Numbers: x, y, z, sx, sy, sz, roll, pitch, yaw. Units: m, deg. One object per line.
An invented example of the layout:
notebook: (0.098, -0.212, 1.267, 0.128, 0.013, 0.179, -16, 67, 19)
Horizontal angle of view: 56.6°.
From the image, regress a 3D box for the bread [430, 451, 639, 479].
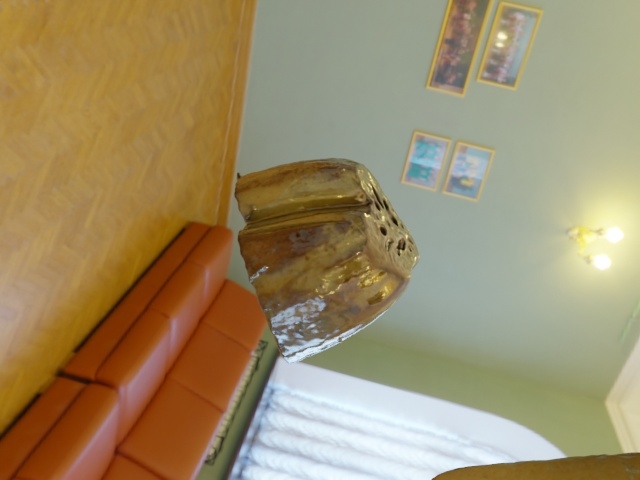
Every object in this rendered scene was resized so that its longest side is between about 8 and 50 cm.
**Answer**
bread: (0.203, 0.213, 0.320, 0.185, 0.274, 0.114, 68, 27, -20)

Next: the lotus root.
lotus root: (0.000, 0.000, 0.899, 0.316, 0.249, 0.316, 60, 16, -29)
